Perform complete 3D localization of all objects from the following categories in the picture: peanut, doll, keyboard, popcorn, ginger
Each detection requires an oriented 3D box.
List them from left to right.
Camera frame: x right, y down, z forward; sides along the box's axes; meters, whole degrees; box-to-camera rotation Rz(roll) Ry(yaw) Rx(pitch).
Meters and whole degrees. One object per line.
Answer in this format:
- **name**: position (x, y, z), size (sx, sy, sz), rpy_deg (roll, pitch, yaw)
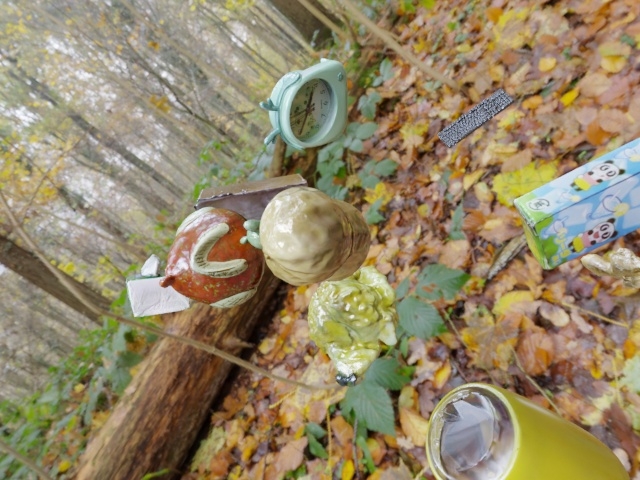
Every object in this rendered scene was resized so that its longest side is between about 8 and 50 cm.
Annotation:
- **doll**: position (-0.096, -0.024, 0.891), size (0.115, 0.077, 0.150), rpy_deg (-14, -18, -34)
- **peanut**: position (0.000, 0.000, 0.505), size (0.103, 0.098, 0.229), rpy_deg (-13, -9, 18)
- **popcorn**: position (0.102, 0.207, 1.269), size (0.293, 0.293, 0.237), rpy_deg (-44, -15, 32)
- **keyboard**: position (0.395, -0.312, 1.137), size (0.196, 0.018, 0.060), rpy_deg (-36, 56, 10)
- **ginger**: position (0.889, 0.071, 1.339), size (0.059, 0.133, 0.214), rpy_deg (-35, 31, -10)

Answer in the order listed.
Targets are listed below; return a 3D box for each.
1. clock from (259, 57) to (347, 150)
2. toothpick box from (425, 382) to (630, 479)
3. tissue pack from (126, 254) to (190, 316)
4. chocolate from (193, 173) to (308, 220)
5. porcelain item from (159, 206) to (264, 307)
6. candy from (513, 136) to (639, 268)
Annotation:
- **clock**: position (-0.035, -0.261, 0.876), size (0.211, 0.066, 0.159), rpy_deg (-29, -47, -34)
- **toothpick box**: position (0.272, 0.302, 0.599), size (0.175, 0.271, 0.175), rpy_deg (-42, 27, 27)
- **tissue pack**: position (-0.466, 0.120, 1.257), size (0.148, 0.156, 0.209), rpy_deg (-9, 4, -24)
- **chocolate**: position (-0.197, -0.120, 1.295), size (0.322, 0.111, 0.112), rpy_deg (-12, 31, -7)
- **porcelain item**: position (-0.260, 0.052, 1.020), size (0.253, 0.253, 0.253), rpy_deg (-49, 13, 15)
- **candy**: position (0.359, -0.049, 0.570), size (0.195, 0.097, 0.062), rpy_deg (-28, 36, 13)
